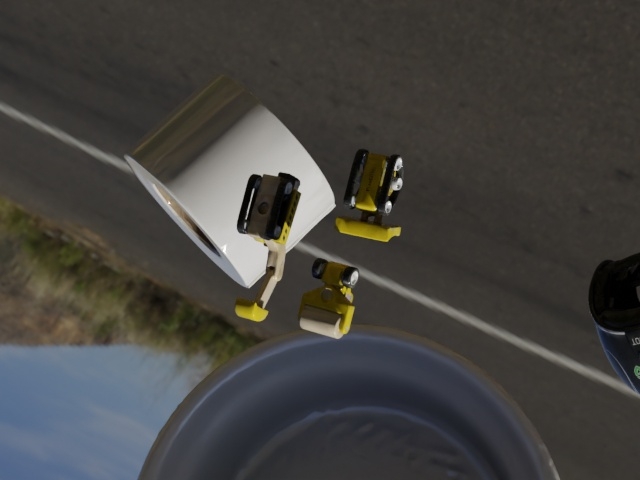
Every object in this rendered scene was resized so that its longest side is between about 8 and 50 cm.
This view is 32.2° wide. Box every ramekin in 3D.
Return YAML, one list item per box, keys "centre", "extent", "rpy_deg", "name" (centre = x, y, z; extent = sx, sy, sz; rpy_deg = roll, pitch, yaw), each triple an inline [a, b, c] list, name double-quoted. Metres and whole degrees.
- centre: [0.022, 0.205, 0.737]
  extent: [0.277, 0.277, 0.135]
  rpy_deg: [29, 167, 17]
  name: "ramekin"

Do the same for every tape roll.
- centre: [-0.122, -0.081, 1.494]
  extent: [0.246, 0.169, 0.246]
  rpy_deg: [44, 170, 10]
  name: "tape roll"

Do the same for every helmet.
- centre: [0.363, 0.085, 1.112]
  extent: [0.161, 0.169, 0.169]
  rpy_deg: [44, 168, -27]
  name: "helmet"

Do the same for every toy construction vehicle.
- centre: [0.000, 0.000, 0.585]
  extent: [0.086, 0.098, 0.035]
  rpy_deg: [9, 173, 27]
  name: "toy construction vehicle"
